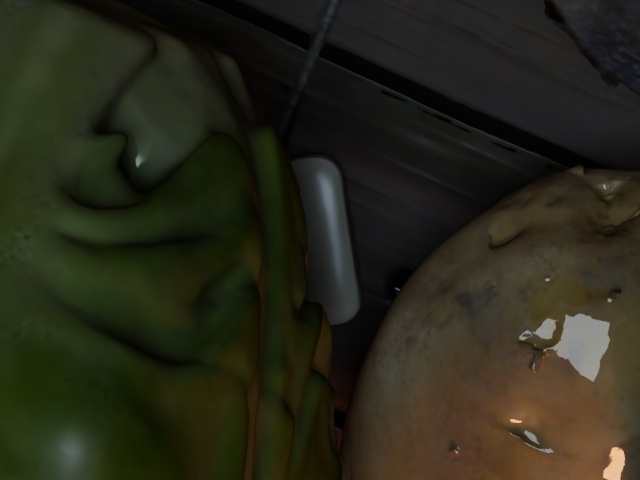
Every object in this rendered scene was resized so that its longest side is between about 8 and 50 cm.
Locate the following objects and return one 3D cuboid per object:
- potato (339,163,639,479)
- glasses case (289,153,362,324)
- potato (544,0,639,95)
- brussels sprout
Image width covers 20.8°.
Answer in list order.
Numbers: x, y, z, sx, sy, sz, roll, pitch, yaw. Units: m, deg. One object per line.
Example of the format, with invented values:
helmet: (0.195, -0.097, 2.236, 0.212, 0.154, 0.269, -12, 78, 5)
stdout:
potato: (0.094, 0.065, 0.781, 0.234, 0.128, 0.161, -27, 96, 21)
glasses case: (0.000, 0.000, 0.834, 0.032, 0.021, 0.083, -7, 104, 12)
potato: (0.184, -0.119, 0.750, 0.261, 0.100, 0.120, 30, 148, -14)
brussels sprout: (-0.131, 0.057, 0.733, 0.281, 0.289, 0.355, 10, 86, 24)
